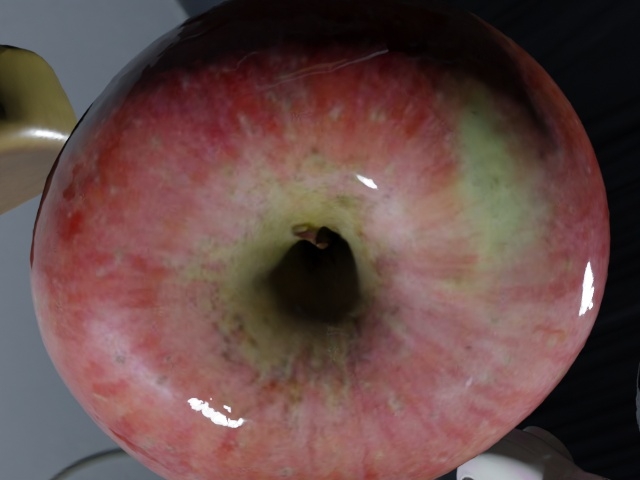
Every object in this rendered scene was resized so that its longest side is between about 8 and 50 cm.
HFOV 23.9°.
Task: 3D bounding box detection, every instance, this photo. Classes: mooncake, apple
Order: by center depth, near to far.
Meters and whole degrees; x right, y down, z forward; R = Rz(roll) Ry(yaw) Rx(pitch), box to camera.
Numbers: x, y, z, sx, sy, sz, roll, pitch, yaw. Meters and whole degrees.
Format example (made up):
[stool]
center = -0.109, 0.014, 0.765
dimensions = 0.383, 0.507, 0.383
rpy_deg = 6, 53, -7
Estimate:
[apple]
center = 0.000, 0.000, 0.928
dimensions = 0.345, 0.269, 0.345
rpy_deg = 0, 96, -3
[mooncake]
center = -0.307, -0.081, 1.259
dimensions = 0.235, 0.235, 0.117
rpy_deg = -21, 78, -44

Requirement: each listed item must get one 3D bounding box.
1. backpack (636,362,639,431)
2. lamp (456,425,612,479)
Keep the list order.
[backpack]
center = 0.334, 0.146, 1.202
dimensions = 0.229, 0.139, 0.229
rpy_deg = -9, 101, -56
[lamp]
center = 0.191, 0.246, 1.137
dimensions = 0.108, 0.179, 0.246
rpy_deg = -33, 62, -29
